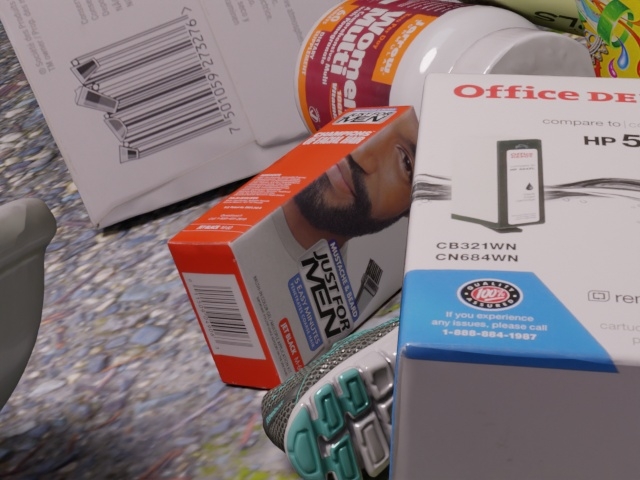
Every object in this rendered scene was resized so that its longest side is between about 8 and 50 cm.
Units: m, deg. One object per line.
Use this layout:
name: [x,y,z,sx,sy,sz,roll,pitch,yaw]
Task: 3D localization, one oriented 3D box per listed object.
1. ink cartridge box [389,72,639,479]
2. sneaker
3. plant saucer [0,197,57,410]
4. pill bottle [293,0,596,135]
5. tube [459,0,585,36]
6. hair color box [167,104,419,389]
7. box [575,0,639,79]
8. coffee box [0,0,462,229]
ink cartridge box: [0.108,0.015,0.609,0.148,0.086,0.203,3,36,5]
sneaker: [0.040,0.056,0.707,0.166,0.065,0.076,-26,15,-24]
plant saucer: [-0.259,0.133,0.631,0.400,0.100,0.400,-36,4,3]
pill bottle: [0.080,-0.092,0.940,0.121,0.121,0.221,-28,22,-18]
tube: [0.192,-0.148,0.930,0.240,0.070,0.062,8,50,0]
hair color box: [0.000,0.000,0.827,0.053,0.093,0.167,1,31,41]
box: [0.279,-0.166,0.726,0.290,0.279,0.177,-34,25,-31]
coffee box: [-0.080,-0.258,1.181,0.338,0.337,0.334,-20,20,3]
